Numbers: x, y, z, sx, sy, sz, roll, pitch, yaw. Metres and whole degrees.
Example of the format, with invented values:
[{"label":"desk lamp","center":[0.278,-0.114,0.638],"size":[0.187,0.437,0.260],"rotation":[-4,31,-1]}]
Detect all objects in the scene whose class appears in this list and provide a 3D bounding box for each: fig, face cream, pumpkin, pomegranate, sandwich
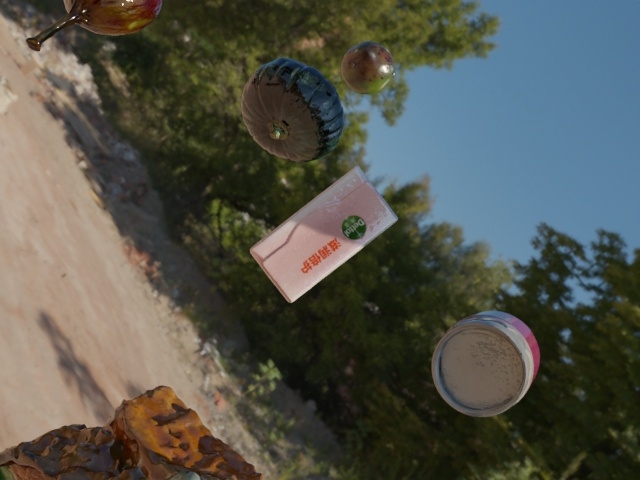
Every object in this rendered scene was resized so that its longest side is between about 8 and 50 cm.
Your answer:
[{"label":"fig","center":[-0.400,-0.415,1.394],"size":[0.191,0.290,0.190],"rotation":[18,-19,6]},{"label":"face cream","center":[0.302,0.221,1.407],"size":[0.175,0.175,0.195],"rotation":[54,18,14]},{"label":"pumpkin","center":[-0.053,-0.234,1.421],"size":[0.202,0.140,0.202],"rotation":[19,-43,19]},{"label":"pomegranate","center":[0.109,-0.397,1.765],"size":[0.130,0.130,0.130],"rotation":[55,-4,5]},{"label":"sandwich","center":[-0.124,0.218,0.560],"size":[0.292,0.212,0.109],"rotation":[25,25,26]}]

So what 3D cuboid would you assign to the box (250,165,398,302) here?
[{"label":"box","center":[0.000,0.000,0.532],"size":[0.043,0.089,0.125],"rotation":[52,-3,2]}]
